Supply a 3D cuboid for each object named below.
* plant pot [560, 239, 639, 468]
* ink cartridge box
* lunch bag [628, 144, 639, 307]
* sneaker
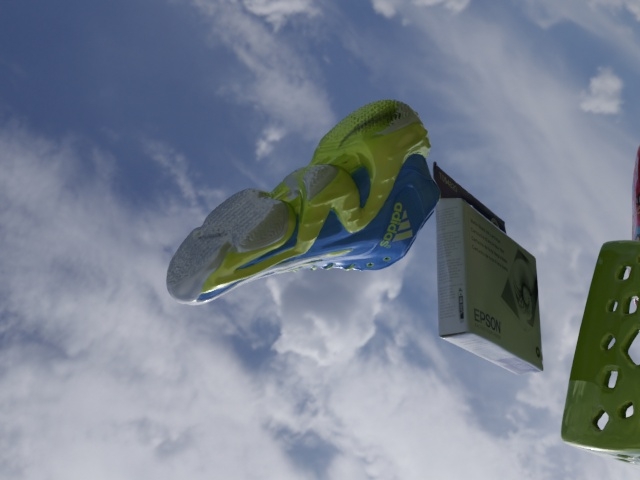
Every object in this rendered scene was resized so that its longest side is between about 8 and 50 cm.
[{"bbox_3d":[0.396,0.124,0.715,0.227,0.207,0.228,16,-99,-8],"label":"plant pot"},{"bbox_3d":[0.212,0.036,0.935,0.223,0.045,0.224,28,-125,-48],"label":"ink cartridge box"},{"bbox_3d":[0.582,-0.041,1.272,0.293,0.120,0.258,54,-140,-58],"label":"lunch bag"},{"bbox_3d":[0.000,0.000,0.602,0.126,0.240,0.091,54,-178,-31],"label":"sneaker"}]
